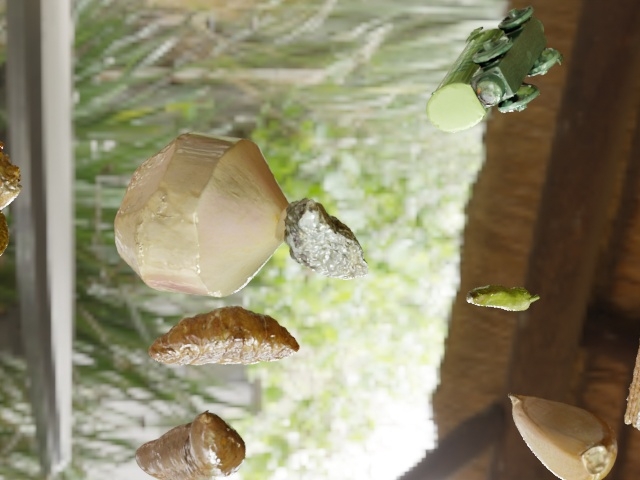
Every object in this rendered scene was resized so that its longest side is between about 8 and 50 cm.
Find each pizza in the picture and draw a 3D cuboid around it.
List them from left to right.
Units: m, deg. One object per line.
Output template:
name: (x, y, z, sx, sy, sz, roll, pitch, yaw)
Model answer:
pizza: (-0.530, -0.137, 2.166, 0.188, 0.062, 0.199, -7, -88, 40)

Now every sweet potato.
sweet potato: (-0.163, 0.285, 1.888, 0.341, 0.114, 0.092, 147, -40, -65)

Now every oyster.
oyster: (0.000, 0.000, 1.895, 0.177, 0.125, 0.064, 50, 55, -38)

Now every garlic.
garlic: (0.488, 0.393, 2.795, 0.145, 0.245, 0.164, -55, 144, -2)

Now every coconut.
coconut: (-0.161, -0.034, 1.999, 0.259, 0.259, 0.259, 180, -90, -82)

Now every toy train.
toy train: (0.231, -0.233, 1.923, 0.105, 0.157, 0.253, 58, 33, -15)

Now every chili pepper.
chili pepper: (0.276, 0.091, 2.236, 0.049, 0.208, 0.043, 46, -65, 32)

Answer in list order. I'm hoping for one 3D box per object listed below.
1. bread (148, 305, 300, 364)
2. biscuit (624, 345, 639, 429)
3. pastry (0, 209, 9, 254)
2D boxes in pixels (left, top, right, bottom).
bread: (-0.148, 0.144, 2.134, 0.105, 0.233, 0.076, 110, -26, -59)
biscuit: (0.554, 0.156, 2.214, 0.054, 0.094, 0.379, -110, -161, -53)
pastry: (-0.487, -0.010, 1.959, 0.097, 0.057, 0.109, 4, 73, -58)
